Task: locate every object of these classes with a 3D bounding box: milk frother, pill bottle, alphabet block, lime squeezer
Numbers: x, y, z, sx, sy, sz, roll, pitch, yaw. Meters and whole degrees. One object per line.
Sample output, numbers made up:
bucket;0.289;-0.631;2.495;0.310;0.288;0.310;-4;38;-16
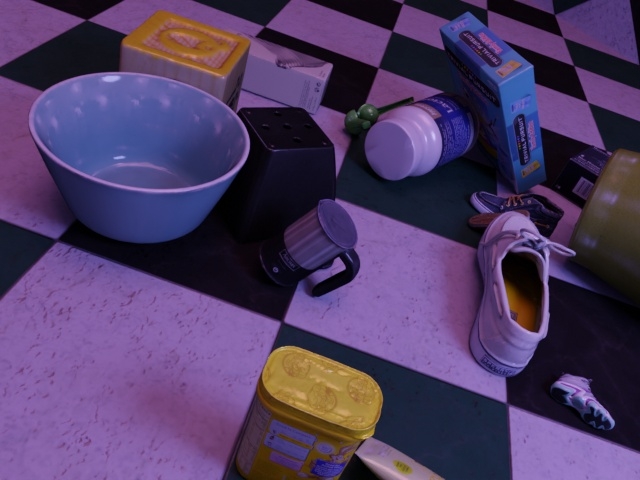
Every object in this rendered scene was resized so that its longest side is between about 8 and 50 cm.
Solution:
milk frother;0.000;0.000;0.901;0.129;0.134;0.143;42;36;-22
pill bottle;0.221;-0.226;1.247;0.153;0.153;0.264;39;42;22
alphabet block;-0.256;-0.284;1.076;0.192;0.197;0.193;16;39;-4
lime squeezer;0.118;-0.294;1.329;0.059;0.109;0.310;59;34;-6

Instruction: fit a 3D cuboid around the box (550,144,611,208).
box;0.674;-0.140;1.388;0.156;0.093;0.158;40;42;24

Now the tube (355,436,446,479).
tube;0.146;0.308;0.659;0.240;0.070;0.062;33;51;17

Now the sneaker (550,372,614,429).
sneaker;0.407;0.237;0.874;0.098;0.038;0.069;38;43;21

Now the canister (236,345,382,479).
canister;-0.020;0.206;0.622;0.126;0.170;0.073;21;39;1

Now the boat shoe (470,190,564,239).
boat shoe;0.412;-0.073;1.204;0.183;0.083;0.065;30;40;12

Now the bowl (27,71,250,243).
bowl;-0.277;-0.114;0.893;0.311;0.163;0.312;12;41;-10

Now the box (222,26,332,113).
box;-0.118;-0.403;1.357;0.275;0.094;0.113;19;38;-2

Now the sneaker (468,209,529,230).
sneaker;0.364;-0.023;1.167;0.118;0.067;0.042;-5;38;18

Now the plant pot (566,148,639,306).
plant pot;0.675;-0.006;1.063;0.352;0.367;0.366;27;38;26

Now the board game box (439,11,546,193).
board game box;0.389;-0.301;1.286;0.079;0.336;0.254;-29;48;4

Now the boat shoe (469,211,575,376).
boat shoe;0.338;0.040;0.959;0.135;0.157;0.367;26;44;5

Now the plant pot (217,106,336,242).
plant pot;-0.077;-0.128;0.996;0.187;0.167;0.188;-7;45;-31
